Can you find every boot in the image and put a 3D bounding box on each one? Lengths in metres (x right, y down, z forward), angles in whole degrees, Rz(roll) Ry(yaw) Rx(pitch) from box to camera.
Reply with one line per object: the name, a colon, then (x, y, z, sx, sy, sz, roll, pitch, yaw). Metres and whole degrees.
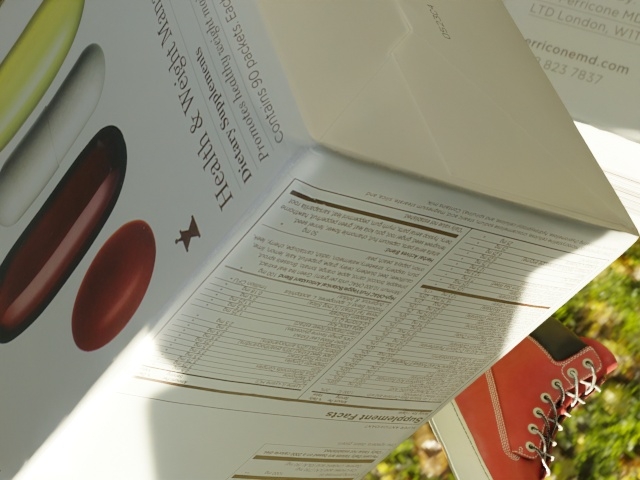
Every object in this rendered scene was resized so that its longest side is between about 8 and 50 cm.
boot: (0.193, 0.166, 1.034, 0.176, 0.244, 0.088, -21, 129, 0)

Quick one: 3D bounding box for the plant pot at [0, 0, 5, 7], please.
plant pot: (-0.414, -0.303, 1.293, 0.187, 0.188, 0.167, -38, 91, 30)

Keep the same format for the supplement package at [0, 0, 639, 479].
supplement package: (-0.033, -0.024, 0.457, 0.203, 0.149, 0.194, -47, 48, 32)

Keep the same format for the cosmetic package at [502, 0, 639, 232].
cosmetic package: (0.274, -0.227, 0.686, 0.161, 0.230, 0.453, 24, 85, 29)
